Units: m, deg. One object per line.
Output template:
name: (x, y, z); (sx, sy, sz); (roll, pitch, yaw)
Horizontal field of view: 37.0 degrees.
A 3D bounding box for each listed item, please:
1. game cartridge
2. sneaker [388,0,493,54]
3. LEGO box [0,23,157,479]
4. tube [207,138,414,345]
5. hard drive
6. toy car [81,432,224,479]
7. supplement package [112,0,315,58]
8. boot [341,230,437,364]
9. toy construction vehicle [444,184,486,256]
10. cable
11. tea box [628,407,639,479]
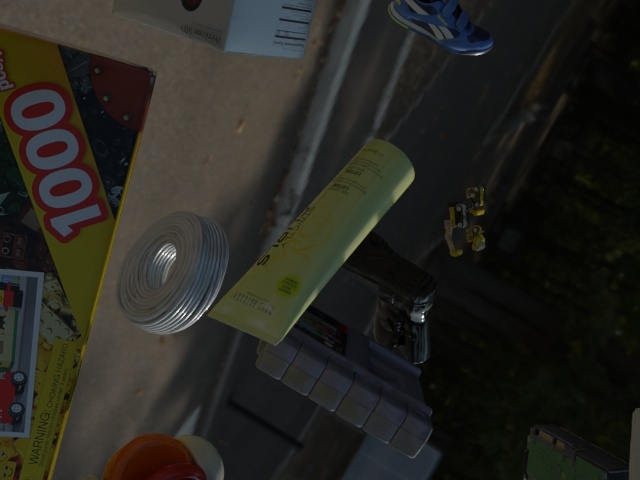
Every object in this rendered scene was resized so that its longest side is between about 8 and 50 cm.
game cartridge: (0.034, 0.163, 1.286); (0.068, 0.230, 0.355); (-55, -179, 5)
sneaker: (0.160, -0.286, 1.227); (0.053, 0.144, 0.059); (-69, -176, -47)
LEGO box: (-0.407, 0.016, 0.966); (0.193, 0.372, 0.500); (-129, -126, -75)
tube: (0.000, 0.000, 0.911); (0.240, 0.062, 0.070); (-48, -177, -24)
hard drive: (0.417, 0.502, 1.595); (0.237, 0.064, 0.339); (-162, -106, -68)
toy car: (-0.144, 0.272, 0.930); (0.159, 0.182, 0.136); (-21, 165, -31)
supplement package: (-0.114, -0.338, 1.126); (0.149, 0.194, 0.203); (-9, 117, -54)
boot: (0.107, 0.104, 1.773); (0.094, 0.246, 0.207); (-38, 147, -32)
toy construction vehicle: (0.217, -0.030, 1.435); (0.086, 0.035, 0.098); (-17, 105, -53)
cable: (-0.296, 0.060, 1.901); (0.089, 0.257, 0.257); (32, 76, -40)
tea box: (0.387, 0.363, 0.804); (0.329, 0.220, 0.323); (-59, 137, -54)
